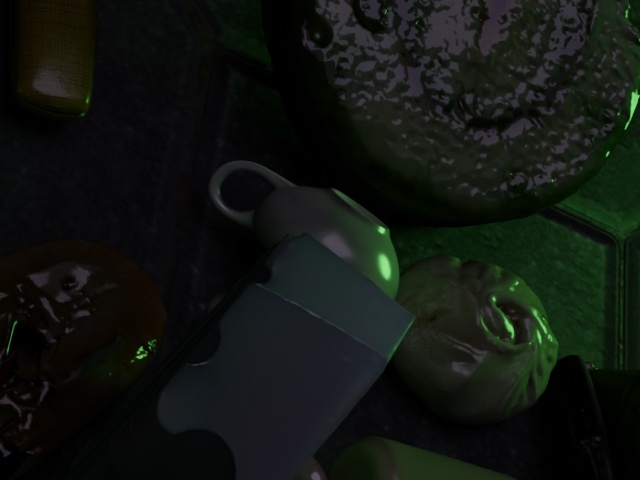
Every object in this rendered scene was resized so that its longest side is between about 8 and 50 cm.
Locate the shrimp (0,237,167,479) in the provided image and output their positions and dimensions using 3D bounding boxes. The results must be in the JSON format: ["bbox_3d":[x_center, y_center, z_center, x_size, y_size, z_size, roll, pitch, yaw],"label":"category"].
[{"bbox_3d":[-0.230,0.090,1.550,0.152,0.063,0.287,43,42,0],"label":"shrimp"}]

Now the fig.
[{"bbox_3d":[0.326,0.193,1.830,0.235,0.203,0.203,22,40,24],"label":"fig"}]

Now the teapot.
[{"bbox_3d":[0.000,0.000,1.735,0.226,0.092,0.145,38,4,3],"label":"teapot"}]

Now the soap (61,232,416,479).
[{"bbox_3d":[-0.083,0.140,1.422,0.115,0.347,0.208,40,45,-5],"label":"soap"}]

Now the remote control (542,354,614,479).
[{"bbox_3d":[0.244,0.204,1.799,0.042,0.072,0.222,2,50,-9],"label":"remote control"}]

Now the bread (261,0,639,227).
[{"bbox_3d":[0.140,-0.197,1.868,0.382,0.129,0.366,-5,88,-20],"label":"bread"}]

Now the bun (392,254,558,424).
[{"bbox_3d":[0.146,0.080,1.797,0.183,0.102,0.183,19,48,-23],"label":"bun"}]

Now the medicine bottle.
[{"bbox_3d":[0.128,0.250,1.659,0.252,0.114,0.114,19,51,-27],"label":"medicine bottle"}]

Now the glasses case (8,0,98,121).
[{"bbox_3d":[-0.241,-0.205,1.741,0.079,0.064,0.234,14,51,-27],"label":"glasses case"}]

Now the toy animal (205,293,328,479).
[{"bbox_3d":[-0.028,0.134,1.628,0.124,0.124,0.212,10,52,-30],"label":"toy animal"}]
